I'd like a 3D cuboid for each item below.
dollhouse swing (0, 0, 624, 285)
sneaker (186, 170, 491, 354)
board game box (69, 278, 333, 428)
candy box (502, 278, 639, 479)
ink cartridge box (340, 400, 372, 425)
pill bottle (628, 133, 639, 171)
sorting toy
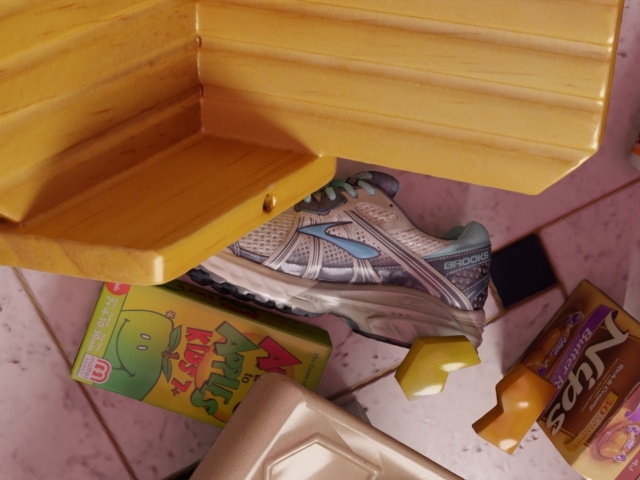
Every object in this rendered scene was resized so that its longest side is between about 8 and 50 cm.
[{"bbox_3d":[-0.018,-0.140,0.768,0.305,0.315,0.347,22,126,29],"label":"dollhouse swing"},{"bbox_3d":[0.000,0.000,0.980,0.283,0.110,0.122,18,84,-15],"label":"sneaker"},{"bbox_3d":[-0.092,0.088,1.000,0.181,0.043,0.092,20,100,-10],"label":"board game box"},{"bbox_3d":[0.212,0.107,0.978,0.053,0.186,0.109,36,96,-15],"label":"candy box"},{"bbox_3d":[-0.042,0.285,1.024,0.273,0.114,0.197,-27,106,-1],"label":"ink cartridge box"},{"bbox_3d":[0.307,-0.109,0.989,0.086,0.086,0.152,23,99,-13],"label":"pill bottle"},{"bbox_3d":[0.027,0.196,0.933,0.229,0.041,0.307,32,96,-14],"label":"sorting toy"}]
